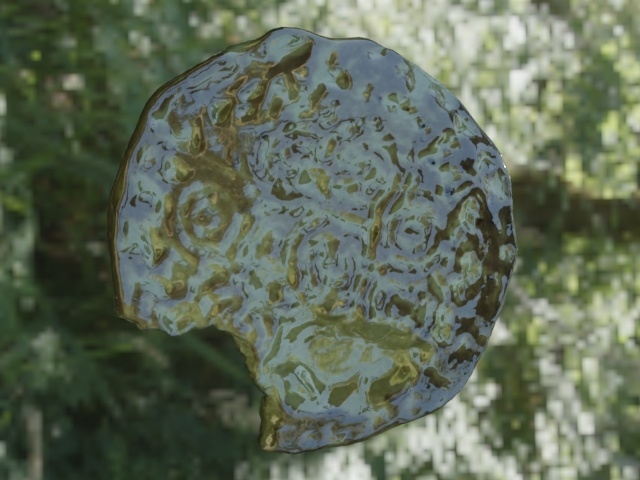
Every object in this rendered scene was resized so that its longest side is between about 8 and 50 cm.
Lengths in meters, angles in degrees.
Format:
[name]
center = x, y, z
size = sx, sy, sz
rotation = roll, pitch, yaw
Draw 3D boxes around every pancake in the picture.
[pancake]
center = 0.000, 0.000, 1.016
size = 0.235, 0.212, 0.029
rotation = 51, -10, -19
